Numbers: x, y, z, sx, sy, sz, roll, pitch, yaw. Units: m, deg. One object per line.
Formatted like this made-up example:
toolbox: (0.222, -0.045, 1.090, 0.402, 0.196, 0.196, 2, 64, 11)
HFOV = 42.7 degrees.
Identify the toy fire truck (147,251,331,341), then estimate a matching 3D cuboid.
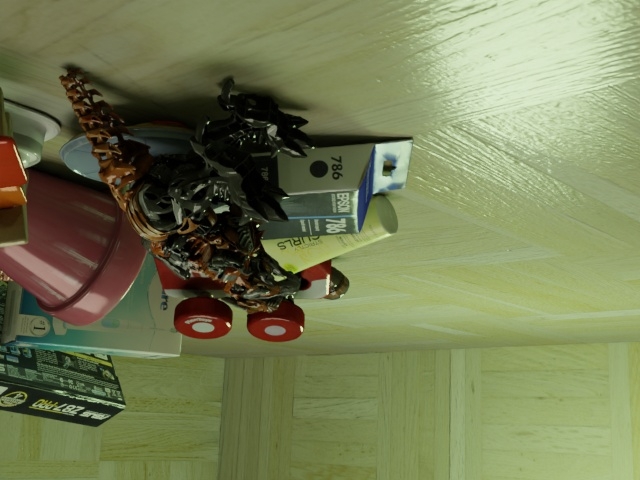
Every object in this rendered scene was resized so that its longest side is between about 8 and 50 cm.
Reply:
toy fire truck: (-0.133, 0.040, 1.365, 0.302, 0.169, 0.254, 1, 148, 1)

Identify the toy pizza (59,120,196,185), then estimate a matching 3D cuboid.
toy pizza: (-0.204, -0.106, 0.971, 0.201, 0.032, 0.201, -3, 168, -1)

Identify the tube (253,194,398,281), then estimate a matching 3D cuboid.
tube: (0.000, 0.000, 1.223, 0.240, 0.070, 0.062, -19, 170, 30)

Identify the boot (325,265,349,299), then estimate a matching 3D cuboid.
boot: (-0.055, 0.063, 1.647, 0.219, 0.082, 0.106, -2, 145, 37)

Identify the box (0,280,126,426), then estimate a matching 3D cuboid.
box: (-0.571, 0.179, 1.579, 0.097, 0.318, 0.395, -34, 149, 15)

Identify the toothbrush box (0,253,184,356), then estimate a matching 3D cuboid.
toothbrush box: (-0.401, 0.094, 1.477, 0.296, 0.216, 0.126, 9, 166, -31)

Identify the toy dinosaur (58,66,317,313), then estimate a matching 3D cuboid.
toy dinosaur: (-0.133, -0.043, 0.847, 0.218, 0.164, 0.322, -29, 139, 34)

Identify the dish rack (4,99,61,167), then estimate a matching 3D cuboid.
dish rack: (-0.497, -0.109, 0.944, 0.333, 0.072, 0.286, -8, 164, 43)

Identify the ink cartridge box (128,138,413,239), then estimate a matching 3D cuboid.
ink cartridge box: (-0.051, -0.053, 1.008, 0.333, 0.065, 0.165, -6, 162, 2)

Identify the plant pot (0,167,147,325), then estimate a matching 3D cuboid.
plant pot: (-0.369, -0.005, 1.141, 0.201, 0.201, 0.180, -9, 148, 41)

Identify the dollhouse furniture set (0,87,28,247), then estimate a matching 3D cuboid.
dollhouse furniture set: (-0.410, -0.060, 0.755, 0.259, 0.135, 0.262, -8, 153, -10)

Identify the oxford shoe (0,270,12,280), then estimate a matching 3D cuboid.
oxford shoe: (-0.547, -0.030, 1.252, 0.397, 0.140, 0.146, 6, -162, -36)
